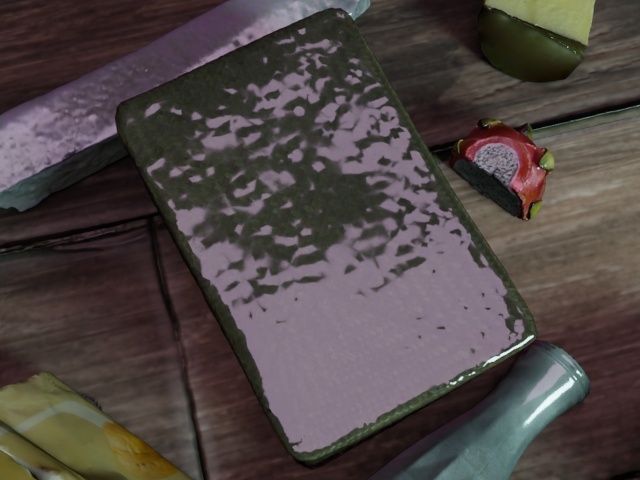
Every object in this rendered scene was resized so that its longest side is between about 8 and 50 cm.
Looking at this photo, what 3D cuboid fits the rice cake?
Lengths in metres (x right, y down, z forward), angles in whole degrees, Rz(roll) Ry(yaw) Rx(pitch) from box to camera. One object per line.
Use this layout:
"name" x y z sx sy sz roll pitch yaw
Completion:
"rice cake" -0.119 -0.129 0.714 0.365 0.056 0.073 -32 81 -10

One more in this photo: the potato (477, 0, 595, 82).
"potato" 0.179 -0.195 0.735 0.096 0.066 0.103 29 69 -7

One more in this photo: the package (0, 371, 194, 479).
"package" -0.118 0.217 0.526 0.311 0.165 0.221 36 53 10

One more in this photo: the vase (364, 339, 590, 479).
"vase" 0.098 0.157 0.618 0.214 0.086 0.086 -41 77 -16

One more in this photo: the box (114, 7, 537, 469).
"box" 0.000 0.001 0.631 0.184 0.143 0.273 -28 76 -9

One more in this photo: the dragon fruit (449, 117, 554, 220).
"dragon fruit" 0.148 -0.063 0.697 0.083 0.056 0.060 40 77 12
